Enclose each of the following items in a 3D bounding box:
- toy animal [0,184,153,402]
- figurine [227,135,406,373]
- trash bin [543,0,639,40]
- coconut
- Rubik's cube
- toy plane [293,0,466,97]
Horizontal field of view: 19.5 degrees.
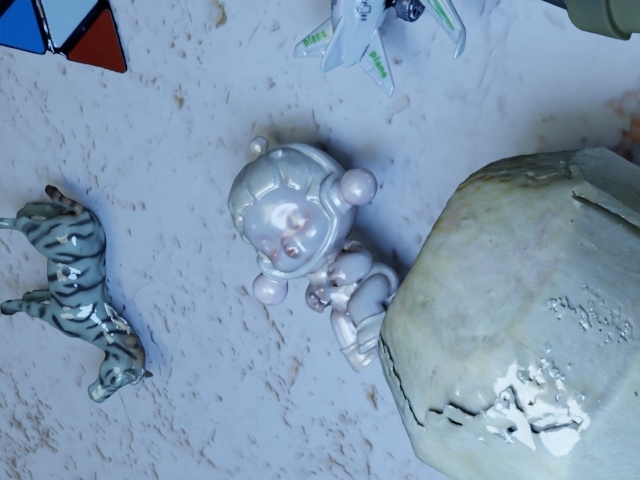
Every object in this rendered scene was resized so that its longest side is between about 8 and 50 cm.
[{"bbox_3d":[-0.300,0.063,2.174,0.170,0.090,0.255,-13,105,35],"label":"toy animal"},{"bbox_3d":[0.008,-0.007,1.889,0.256,0.144,0.182,50,151,3],"label":"figurine"},{"bbox_3d":[0.212,-0.288,1.544,0.334,0.214,0.214,21,122,29],"label":"trash bin"},{"bbox_3d":[0.231,0.094,1.640,0.353,0.353,0.352,16,120,30],"label":"coconut"},{"bbox_3d":[-0.280,-0.282,2.012,0.234,0.284,0.250,40,97,-10],"label":"Rubik's cube"},{"bbox_3d":[0.045,-0.271,1.750,0.251,0.101,0.255,25,120,25],"label":"toy plane"}]
